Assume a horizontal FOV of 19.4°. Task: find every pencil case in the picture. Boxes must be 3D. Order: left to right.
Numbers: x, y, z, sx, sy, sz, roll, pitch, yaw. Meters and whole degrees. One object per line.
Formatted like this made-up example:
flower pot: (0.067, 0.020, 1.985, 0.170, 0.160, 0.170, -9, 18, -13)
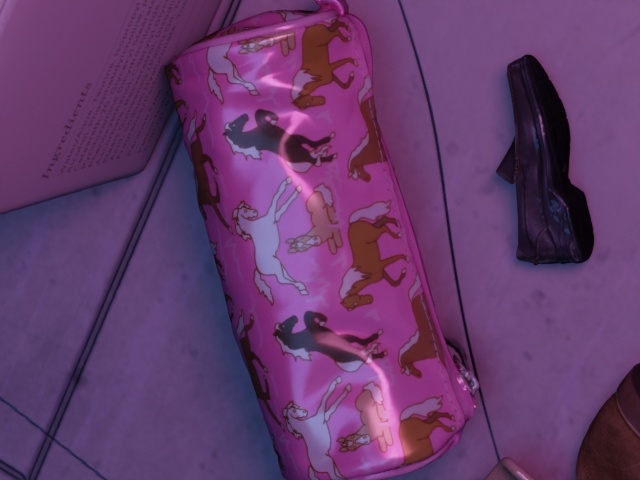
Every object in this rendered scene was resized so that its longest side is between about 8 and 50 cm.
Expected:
pencil case: (0.000, 0.000, 1.505, 0.160, 0.167, 0.386, -12, 97, 61)

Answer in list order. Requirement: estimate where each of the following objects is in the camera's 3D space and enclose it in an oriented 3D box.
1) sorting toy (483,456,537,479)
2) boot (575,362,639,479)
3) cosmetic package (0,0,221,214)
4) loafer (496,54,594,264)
sorting toy: (0.176, 0.298, 1.542, 0.193, 0.038, 0.208, 41, 125, 10)
boot: (0.320, 0.241, 1.449, 0.305, 0.112, 0.115, 50, 126, 23)
cosmetic package: (-0.285, -0.238, 1.441, 0.329, 0.394, 0.327, 31, 109, 12)
loafer: (0.166, -0.061, 1.482, 0.061, 0.062, 0.170, -10, 94, 27)
